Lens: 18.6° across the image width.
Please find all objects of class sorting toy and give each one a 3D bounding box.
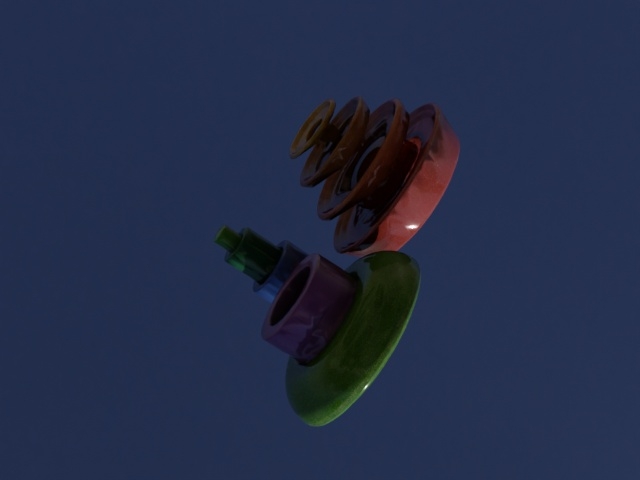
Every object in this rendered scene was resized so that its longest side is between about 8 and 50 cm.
[{"bbox_3d":[0.000,0.000,0.521,0.042,0.061,0.102,33,-130,-14],"label":"sorting toy"}]
